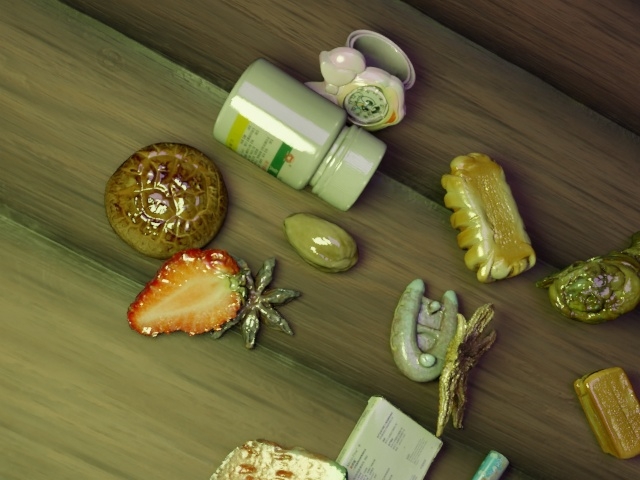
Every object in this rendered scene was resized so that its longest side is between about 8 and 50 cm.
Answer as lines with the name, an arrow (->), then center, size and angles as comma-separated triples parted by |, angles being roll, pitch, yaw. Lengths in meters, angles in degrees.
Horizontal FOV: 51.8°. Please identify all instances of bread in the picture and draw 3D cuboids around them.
bread -> 0.670, 0.393, 1.506 | 0.116, 0.077, 0.200 | -18, 80, -22
bread -> 0.386, -0.055, 1.551 | 0.173, 0.121, 0.311 | -9, 75, -22

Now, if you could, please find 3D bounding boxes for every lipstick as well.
lipstick -> 0.335, 0.516, 1.383 | 0.048, 0.048, 0.158 | 44, 66, 1

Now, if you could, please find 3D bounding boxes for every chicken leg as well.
chicken leg -> 0.722, 0.070, 1.600 | 0.429, 0.201, 0.152 | -28, 110, -28

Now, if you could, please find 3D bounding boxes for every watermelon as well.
watermelon -> -0.077, 0.479, 1.239 | 0.257, 0.140, 0.193 | 24, 65, 14

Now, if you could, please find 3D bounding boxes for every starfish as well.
starfish -> 0.299, 0.265, 1.396 | 0.060, 0.299, 0.302 | 16, 85, 27

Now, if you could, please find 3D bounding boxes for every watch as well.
watch -> 0.092, -0.388, 1.565 | 0.248, 0.211, 0.217 | 23, 49, -16

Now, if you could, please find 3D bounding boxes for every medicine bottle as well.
medicine bottle -> 0.134, 0.446, 1.346 | 0.171, 0.052, 0.201 | 35, 67, -3
medicine bottle -> -0.042, -0.222, 1.438 | 0.340, 0.208, 0.208 | 32, 66, -4

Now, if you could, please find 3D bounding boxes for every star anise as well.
star anise -> -0.124, 0.126, 1.374 | 0.172, 0.063, 0.208 | 16, 69, -11

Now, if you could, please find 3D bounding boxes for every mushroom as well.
mushroom -> -0.310, -0.081, 1.349 | 0.253, 0.153, 0.253 | 4, 79, -21

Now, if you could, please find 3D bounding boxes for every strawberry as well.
strawberry -> -0.260, 0.097, 1.323 | 0.236, 0.107, 0.175 | 1, 100, 0

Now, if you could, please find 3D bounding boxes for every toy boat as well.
toy boat -> 0.235, 0.198, 1.442 | 0.155, 0.085, 0.227 | 21, 67, -9

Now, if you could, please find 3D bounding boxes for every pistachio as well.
pistachio -> 0.000, 0.000, 1.433 | 0.185, 0.108, 0.126 | 29, 43, 3
